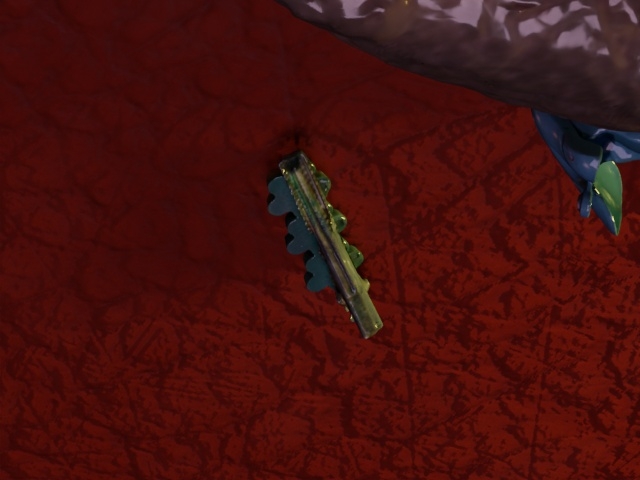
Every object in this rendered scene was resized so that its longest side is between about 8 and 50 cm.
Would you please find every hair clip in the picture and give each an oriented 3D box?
[{"bbox_3d":[-0.001,0.000,1.145,0.049,0.049,0.173,-15,132,11],"label":"hair clip"}]

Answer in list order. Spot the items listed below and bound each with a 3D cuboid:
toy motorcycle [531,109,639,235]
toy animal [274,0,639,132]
[{"bbox_3d":[0.242,-0.081,1.004,0.272,0.123,0.182,11,116,8],"label":"toy motorcycle"},{"bbox_3d":[0.135,-0.160,0.846,0.358,0.226,0.188,14,122,-18],"label":"toy animal"}]
